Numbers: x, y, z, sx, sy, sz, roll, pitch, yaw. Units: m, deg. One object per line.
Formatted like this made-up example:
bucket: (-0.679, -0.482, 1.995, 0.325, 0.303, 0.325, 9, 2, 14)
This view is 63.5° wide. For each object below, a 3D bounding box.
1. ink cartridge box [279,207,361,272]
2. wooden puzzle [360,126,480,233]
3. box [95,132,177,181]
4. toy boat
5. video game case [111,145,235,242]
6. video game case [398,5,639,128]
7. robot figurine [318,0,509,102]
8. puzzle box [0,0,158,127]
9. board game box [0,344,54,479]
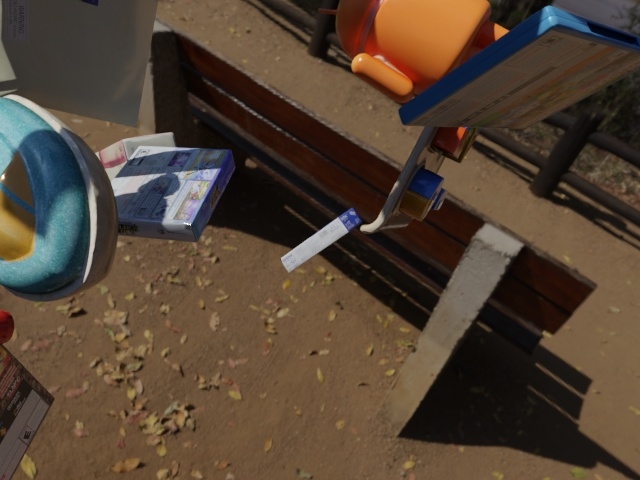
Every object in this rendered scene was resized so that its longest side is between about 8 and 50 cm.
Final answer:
ink cartridge box: (0.000, 0.000, 1.295, 0.046, 0.207, 0.097, 55, 30, -1)
wooden puzzle: (0.230, -0.150, 1.012, 0.080, 0.348, 0.322, 34, 13, 14)
box: (-0.502, -0.207, 1.419, 0.148, 0.127, 0.232, -20, 12, -40)
toy boat: (-0.368, 0.007, 0.575, 0.267, 0.318, 0.148, 39, 13, 22)
video game case: (-0.351, -0.113, 1.173, 0.244, 0.061, 0.270, 4, 44, 12)
video game case: (0.153, -0.114, 0.373, 0.166, 0.119, 0.015, -9, 78, -39)
robot figurine: (0.110, -0.248, 0.615, 0.219, 0.158, 0.128, 31, 18, 8)
puzzle box: (-0.463, -0.435, 1.002, 0.271, 0.409, 0.052, 10, 38, -22)
board game box: (-0.550, 0.257, 0.724, 0.140, 0.291, 0.232, 7, 49, 8)
